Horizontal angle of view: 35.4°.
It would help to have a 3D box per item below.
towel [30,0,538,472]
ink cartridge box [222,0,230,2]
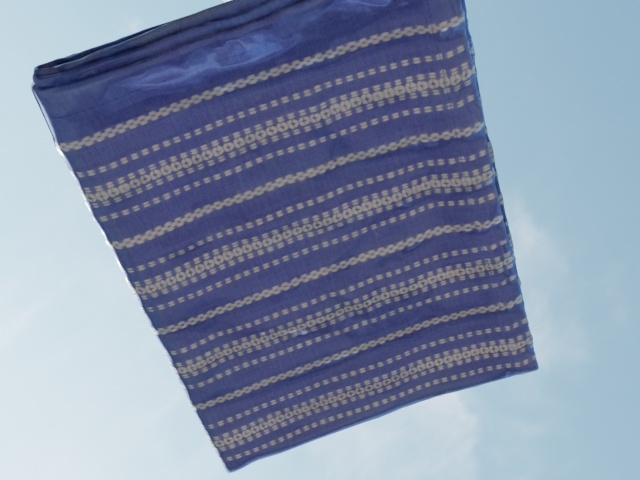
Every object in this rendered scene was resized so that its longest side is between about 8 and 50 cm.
[{"bbox_3d":[0.000,0.000,0.619,0.243,0.040,0.336,-19,-54,0],"label":"towel"},{"bbox_3d":[-0.064,-0.345,0.991,0.129,0.223,0.307,-41,-98,-19],"label":"ink cartridge box"}]
